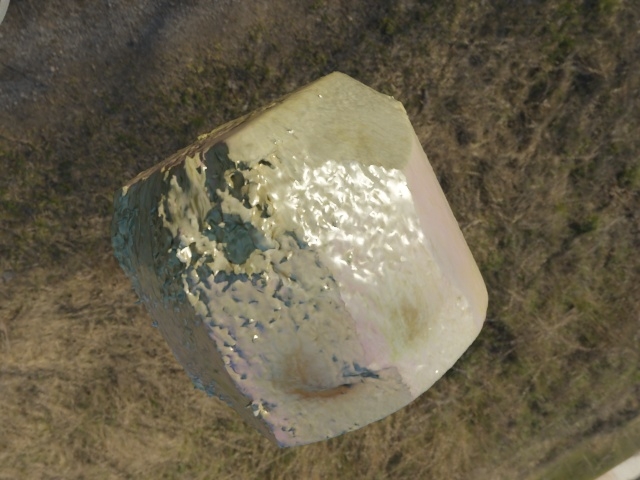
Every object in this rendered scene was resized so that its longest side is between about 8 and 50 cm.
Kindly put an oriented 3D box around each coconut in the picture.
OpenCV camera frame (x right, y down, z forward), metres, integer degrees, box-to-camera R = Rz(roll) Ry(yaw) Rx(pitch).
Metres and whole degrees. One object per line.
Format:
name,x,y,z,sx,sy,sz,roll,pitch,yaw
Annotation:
coconut,-0.012,0.032,0.540,0.298,0.297,0.309,-29,106,-4

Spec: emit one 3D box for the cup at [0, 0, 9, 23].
cup,-0.326,-0.220,0.397,0.203,0.288,0.202,-7,106,-24
